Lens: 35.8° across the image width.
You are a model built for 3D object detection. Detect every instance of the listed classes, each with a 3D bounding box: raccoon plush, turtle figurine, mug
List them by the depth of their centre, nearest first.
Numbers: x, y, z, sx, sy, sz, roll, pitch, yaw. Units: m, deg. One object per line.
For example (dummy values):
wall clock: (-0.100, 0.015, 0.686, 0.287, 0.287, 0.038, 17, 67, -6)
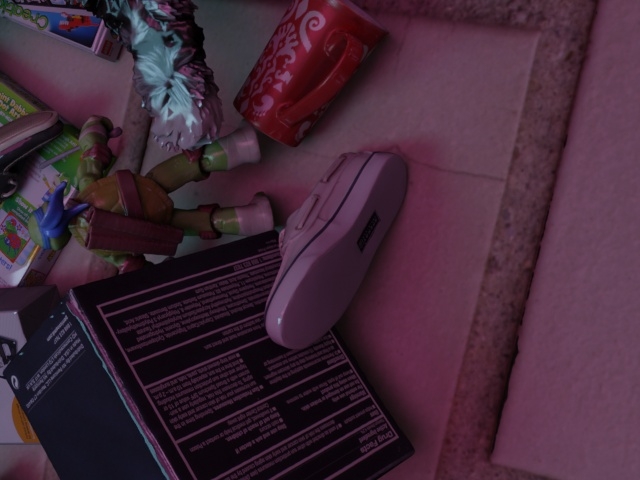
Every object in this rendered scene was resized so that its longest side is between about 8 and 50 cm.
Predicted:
mug: (-0.020, -0.196, 1.109, 0.113, 0.150, 0.169, 36, 105, 0)
raccoon plush: (-0.198, -0.340, 1.120, 0.216, 0.299, 0.446, -4, 110, 21)
turtle figurine: (-0.202, -0.049, 1.163, 0.266, 0.274, 0.197, -12, 72, -9)

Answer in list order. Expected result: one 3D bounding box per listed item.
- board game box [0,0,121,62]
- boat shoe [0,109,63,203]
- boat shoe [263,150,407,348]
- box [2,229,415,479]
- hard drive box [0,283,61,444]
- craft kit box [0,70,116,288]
board game box: (-0.364, -0.373, 1.286, 0.305, 0.053, 0.193, 24, 96, 19)
boat shoe: (-0.412, -0.087, 1.240, 0.233, 0.084, 0.079, -30, 116, 10)
boat shoe: (0.000, 0.000, 1.068, 0.088, 0.096, 0.267, 11, 57, 32)
box: (-0.113, 0.180, 1.028, 0.183, 0.296, 0.294, -44, 73, 38)
hard drive box: (-0.426, 0.159, 1.244, 0.232, 0.089, 0.181, -5, 108, 21)
craft kit box: (-0.427, -0.075, 1.301, 0.250, 0.061, 0.246, 36, 103, 17)
